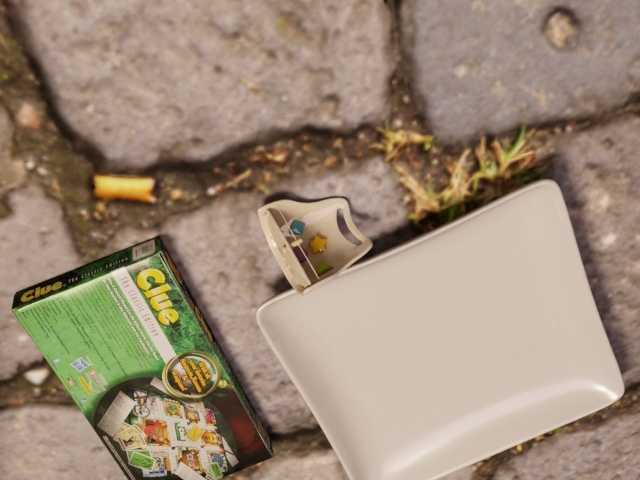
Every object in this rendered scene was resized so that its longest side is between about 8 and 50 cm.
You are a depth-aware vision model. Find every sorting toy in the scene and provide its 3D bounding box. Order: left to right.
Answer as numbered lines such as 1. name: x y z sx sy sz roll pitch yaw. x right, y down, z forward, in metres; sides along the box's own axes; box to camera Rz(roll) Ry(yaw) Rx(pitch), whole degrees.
1. sorting toy: 0.000 0.000 0.847 0.075 0.083 0.045 -26 160 -12

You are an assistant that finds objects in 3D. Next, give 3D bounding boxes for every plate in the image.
1. plate: 0.116 0.096 0.938 0.277 0.045 0.278 -25 123 4

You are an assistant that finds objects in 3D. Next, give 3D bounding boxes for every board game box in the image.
1. board game box: -0.150 0.125 0.915 0.136 0.030 0.259 -20 123 4
